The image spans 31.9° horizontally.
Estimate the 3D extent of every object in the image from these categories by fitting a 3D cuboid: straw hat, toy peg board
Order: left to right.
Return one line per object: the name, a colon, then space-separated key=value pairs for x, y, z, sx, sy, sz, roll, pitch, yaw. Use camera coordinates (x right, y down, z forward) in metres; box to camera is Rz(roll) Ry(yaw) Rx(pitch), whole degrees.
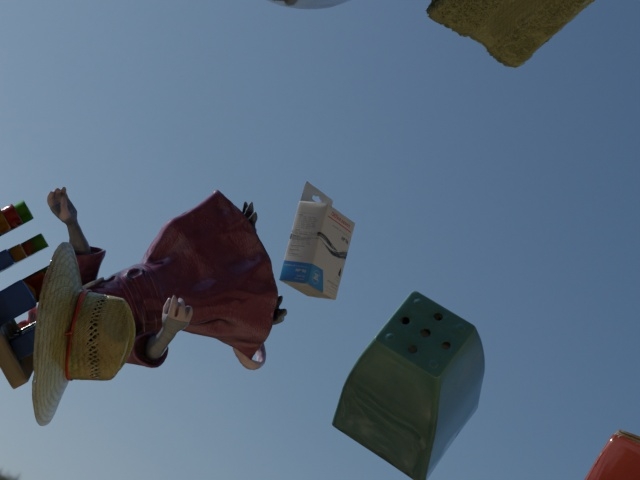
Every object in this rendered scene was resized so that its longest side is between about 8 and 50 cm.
toy peg board: x=-0.272 y=0.034 z=0.996 sx=0.161 sy=0.079 sz=0.160 roll=62 pitch=-10 yaw=-5
straw hat: x=-0.177 y=0.075 z=0.873 sx=0.061 sy=0.145 sz=0.144 roll=6 pitch=-27 yaw=1

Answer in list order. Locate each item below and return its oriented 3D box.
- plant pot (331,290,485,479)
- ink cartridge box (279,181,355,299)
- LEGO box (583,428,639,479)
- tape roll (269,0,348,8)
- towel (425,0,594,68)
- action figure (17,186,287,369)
plant pot: x=0.134 y=0.192 z=1.598 sx=0.165 sy=0.165 sz=0.234 roll=31 pitch=-33 yaw=19
ink cartridge box: x=0.000 y=0.000 z=0.888 sx=0.028 sy=0.083 sz=0.048 roll=6 pitch=-15 yaw=32
LEGO box: x=0.287 y=0.435 z=0.857 sx=0.193 sy=0.372 sz=0.500 roll=20 pitch=-20 yaw=43
tape roll: x=-0.008 y=-0.316 z=0.973 sx=0.219 sy=0.219 sz=0.072 roll=36 pitch=-11 yaw=-14
towel: x=0.164 y=-0.204 z=0.893 sx=0.110 sy=0.027 sz=0.148 roll=26 pitch=-43 yaw=-24
action figure: x=-0.246 y=0.075 z=1.523 sx=0.248 sy=0.370 sz=0.276 roll=57 pitch=-29 yaw=26
